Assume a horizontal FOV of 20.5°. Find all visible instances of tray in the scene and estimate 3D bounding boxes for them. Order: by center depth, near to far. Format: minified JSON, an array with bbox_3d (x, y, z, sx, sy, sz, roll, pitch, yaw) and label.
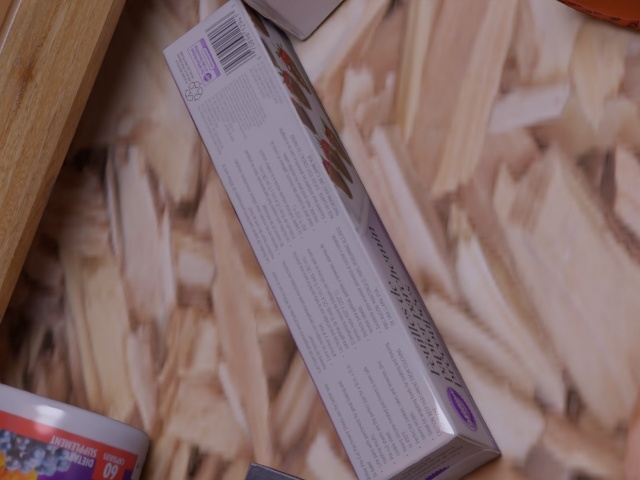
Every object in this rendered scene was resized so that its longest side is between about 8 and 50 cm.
[{"bbox_3d":[-0.246,-0.033,1.132,0.203,0.076,0.411,9,78,55],"label":"tray"}]

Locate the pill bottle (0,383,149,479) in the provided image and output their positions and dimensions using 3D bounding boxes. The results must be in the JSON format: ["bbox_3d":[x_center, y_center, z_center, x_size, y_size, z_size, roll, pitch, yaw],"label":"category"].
[{"bbox_3d":[-0.179,0.190,1.040,0.108,0.108,0.193,12,80,31],"label":"pill bottle"}]

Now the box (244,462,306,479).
[{"bbox_3d":[0.035,0.240,0.939,0.231,0.056,0.183,15,81,30],"label":"box"}]

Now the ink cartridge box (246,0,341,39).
[{"bbox_3d":[-0.034,-0.249,1.122,0.148,0.086,0.203,-45,59,9],"label":"ink cartridge box"}]

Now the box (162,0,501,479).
[{"bbox_3d":[0.000,0.000,1.034,0.067,0.063,0.324,-35,60,15],"label":"box"}]

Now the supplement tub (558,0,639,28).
[{"bbox_3d":[0.188,-0.220,0.976,0.117,0.117,0.190,18,83,31],"label":"supplement tub"}]
